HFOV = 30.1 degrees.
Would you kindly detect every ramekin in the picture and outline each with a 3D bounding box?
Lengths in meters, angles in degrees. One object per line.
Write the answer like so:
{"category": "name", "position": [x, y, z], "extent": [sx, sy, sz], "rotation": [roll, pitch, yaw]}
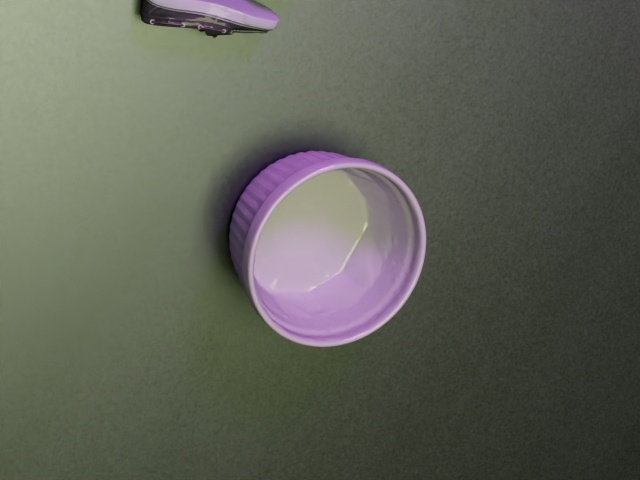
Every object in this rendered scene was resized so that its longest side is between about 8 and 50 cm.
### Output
{"category": "ramekin", "position": [0.000, 0.000, 1.284], "extent": [0.207, 0.109, 0.207], "rotation": [-9, 113, -22]}

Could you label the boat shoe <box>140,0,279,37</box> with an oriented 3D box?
{"category": "boat shoe", "position": [-0.112, -0.225, 1.186], "extent": [0.142, 0.049, 0.040], "rotation": [8, 124, -26]}
